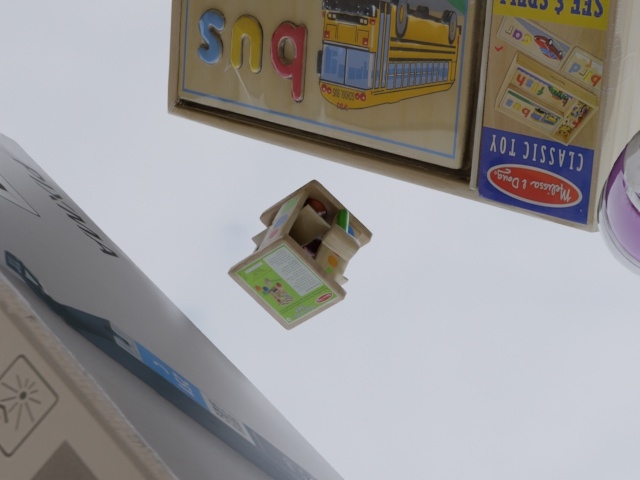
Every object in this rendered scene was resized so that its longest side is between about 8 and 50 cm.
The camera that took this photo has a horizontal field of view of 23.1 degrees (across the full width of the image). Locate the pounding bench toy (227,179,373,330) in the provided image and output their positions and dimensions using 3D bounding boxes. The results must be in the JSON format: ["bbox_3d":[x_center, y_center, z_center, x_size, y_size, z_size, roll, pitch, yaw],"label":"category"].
[{"bbox_3d":[0.000,0.000,0.912,0.083,0.052,0.065,-31,-158,41],"label":"pounding bench toy"}]

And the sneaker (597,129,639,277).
[{"bbox_3d":[0.277,-0.023,0.700,0.282,0.161,0.102,0,-110,-2],"label":"sneaker"}]

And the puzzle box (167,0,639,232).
[{"bbox_3d":[0.044,-0.178,0.999,0.052,0.272,0.409,-9,-162,-41],"label":"puzzle box"}]

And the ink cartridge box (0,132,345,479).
[{"bbox_3d":[-0.043,0.067,0.474,0.066,0.261,0.296,-50,-125,3],"label":"ink cartridge box"}]
